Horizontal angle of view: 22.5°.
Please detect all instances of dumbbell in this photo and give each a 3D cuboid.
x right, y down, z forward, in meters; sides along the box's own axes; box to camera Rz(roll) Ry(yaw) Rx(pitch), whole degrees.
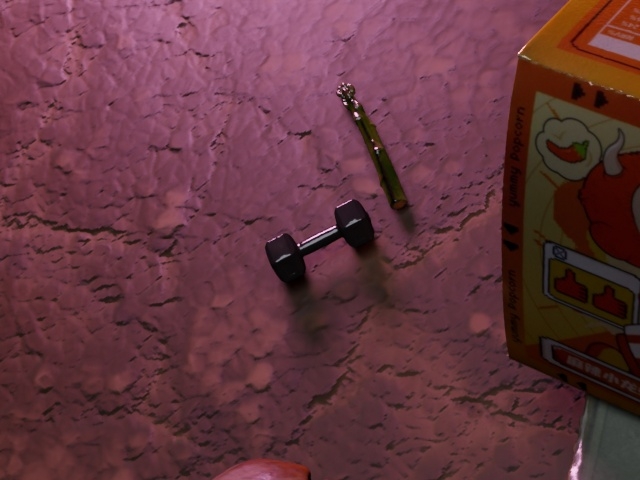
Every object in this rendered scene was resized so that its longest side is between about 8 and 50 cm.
[{"bbox_3d":[0.000,0.000,1.226,0.083,0.040,0.036,-27,90,4],"label":"dumbbell"}]

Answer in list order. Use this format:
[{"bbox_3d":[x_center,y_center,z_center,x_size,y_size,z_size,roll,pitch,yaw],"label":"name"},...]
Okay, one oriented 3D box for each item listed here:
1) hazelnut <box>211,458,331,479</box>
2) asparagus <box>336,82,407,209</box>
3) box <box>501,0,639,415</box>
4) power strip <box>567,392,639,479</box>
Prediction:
[{"bbox_3d":[-0.034,0.237,1.040,0.182,0.182,0.182,-8,61,15],"label":"hazelnut"},{"bbox_3d":[0.040,-0.077,1.265,0.018,0.015,0.127,-25,58,3],"label":"asparagus"},{"bbox_3d":[0.281,-0.016,0.979,0.283,0.259,0.214,24,48,28],"label":"box"},{"bbox_3d":[0.267,0.158,1.028,0.213,0.064,0.198,8,47,15],"label":"power strip"}]
